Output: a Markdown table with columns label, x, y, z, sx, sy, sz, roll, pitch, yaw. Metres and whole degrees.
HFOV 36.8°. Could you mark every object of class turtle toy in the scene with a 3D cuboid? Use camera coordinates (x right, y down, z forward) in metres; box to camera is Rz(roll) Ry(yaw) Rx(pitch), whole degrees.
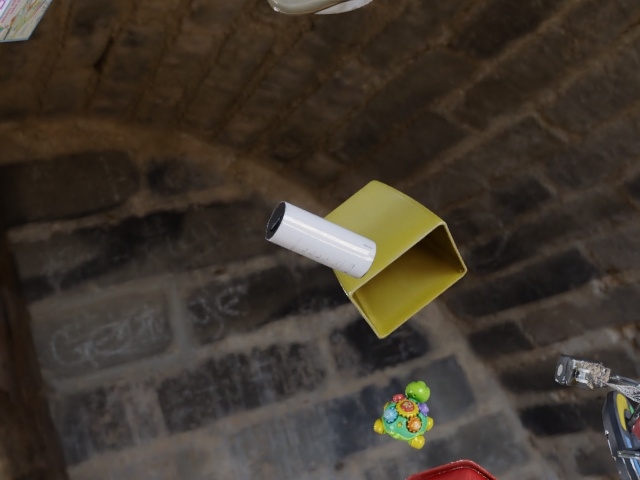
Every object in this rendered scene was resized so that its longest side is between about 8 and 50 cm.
| label | x | y | z | sx | sy | sz | roll | pitch | yaw |
| --- | --- | --- | --- | --- | --- | --- | --- | --- | --- |
| turtle toy | 0.158 | 0.307 | 1.726 | 0.095 | 0.066 | 0.130 | 19 | 39 | 16 |

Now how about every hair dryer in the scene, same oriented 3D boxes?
| label | x | y | z | sx | sy | sz | roll | pitch | yaw |
| --- | --- | --- | --- | --- | --- | --- | --- | --- | --- |
| hair dryer | 0.396 | 0.233 | 1.036 | 0.293 | 0.080 | 0.223 | 19 | 20 | -21 |

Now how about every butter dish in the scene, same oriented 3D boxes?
| label | x | y | z | sx | sy | sz | roll | pitch | yaw |
| --- | --- | --- | --- | --- | --- | --- | --- | --- | --- |
| butter dish | 0.225 | 0.439 | 1.522 | 0.160 | 0.160 | 0.118 | -33 | 23 | 44 |

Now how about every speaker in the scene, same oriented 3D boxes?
| label | x | y | z | sx | sy | sz | roll | pitch | yaw |
| --- | --- | --- | --- | --- | --- | --- | --- | --- | --- |
| speaker | 0.000 | 0.000 | 1.223 | 0.136 | 0.055 | 0.055 | 23 | -25 | -19 |

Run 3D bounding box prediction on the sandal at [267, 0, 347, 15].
| label | x | y | z | sx | sy | sz | roll | pitch | yaw |
| --- | --- | --- | --- | --- | --- | --- | --- | --- | --- |
| sandal | 0.031 | -0.238 | 0.797 | 0.180 | 0.072 | 0.049 | -15 | -18 | 16 |

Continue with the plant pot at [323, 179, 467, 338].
| label | x | y | z | sx | sy | sz | roll | pitch | yaw |
| --- | --- | --- | --- | --- | --- | --- | --- | --- | --- |
| plant pot | 0.115 | 0.018 | 1.788 | 0.212 | 0.187 | 0.212 | -38 | -33 | -2 |

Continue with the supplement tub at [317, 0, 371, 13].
| label | x | y | z | sx | sy | sz | roll | pitch | yaw |
| --- | --- | --- | --- | --- | --- | --- | --- | --- | --- |
| supplement tub | 0.009 | -0.469 | 1.163 | 0.241 | 0.241 | 0.331 | -14 | -33 | -15 |

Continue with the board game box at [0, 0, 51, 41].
| label | x | y | z | sx | sy | sz | roll | pitch | yaw |
| --- | --- | --- | --- | --- | --- | --- | --- | --- | --- |
| board game box | -0.384 | -0.329 | 1.262 | 0.154 | 0.026 | 0.103 | -50 | -3 | 21 |

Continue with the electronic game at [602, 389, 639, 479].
| label | x | y | z | sx | sy | sz | roll | pitch | yaw |
| --- | --- | --- | --- | --- | --- | --- | --- | --- | --- |
| electronic game | 0.505 | 0.347 | 1.521 | 0.048 | 0.229 | 0.229 | -25 | -11 | 21 |
